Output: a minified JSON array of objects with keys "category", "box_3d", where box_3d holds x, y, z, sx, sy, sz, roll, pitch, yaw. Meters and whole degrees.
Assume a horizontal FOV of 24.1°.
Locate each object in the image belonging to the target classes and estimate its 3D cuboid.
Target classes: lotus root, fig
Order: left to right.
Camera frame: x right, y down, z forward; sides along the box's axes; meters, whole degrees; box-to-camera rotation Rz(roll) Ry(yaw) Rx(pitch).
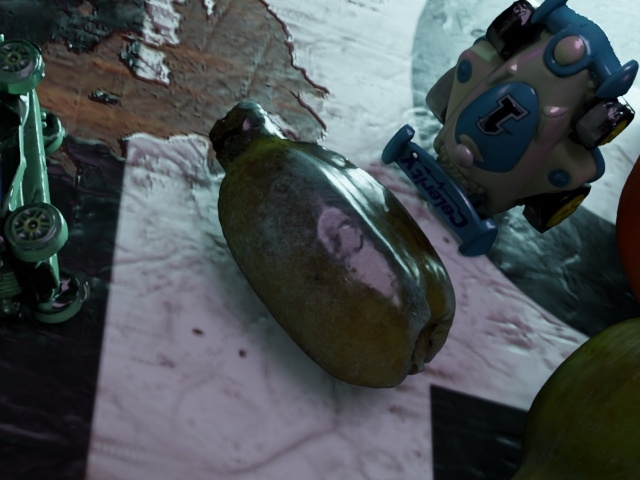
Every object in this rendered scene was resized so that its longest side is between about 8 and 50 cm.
[{"category":"lotus root","box_3d":[0.000,0.000,0.870,0.192,0.088,0.113,50,31,14]},{"category":"fig","box_3d":[0.145,0.143,0.846,0.245,0.149,0.149,-25,70,-21]}]

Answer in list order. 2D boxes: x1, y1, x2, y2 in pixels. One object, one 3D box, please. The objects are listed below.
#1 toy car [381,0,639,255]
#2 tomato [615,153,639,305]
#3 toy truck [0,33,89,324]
[{"category":"toy car","box_3d":[0.122,-0.073,0.953,0.098,0.161,0.126,-33,78,-32]},{"category":"tomato","box_3d":[0.314,-0.011,0.971,0.259,0.260,0.180,7,29,-26]},{"category":"toy truck","box_3d":[-0.175,-0.031,0.807,0.078,0.080,0.154,-10,58,-5]}]
